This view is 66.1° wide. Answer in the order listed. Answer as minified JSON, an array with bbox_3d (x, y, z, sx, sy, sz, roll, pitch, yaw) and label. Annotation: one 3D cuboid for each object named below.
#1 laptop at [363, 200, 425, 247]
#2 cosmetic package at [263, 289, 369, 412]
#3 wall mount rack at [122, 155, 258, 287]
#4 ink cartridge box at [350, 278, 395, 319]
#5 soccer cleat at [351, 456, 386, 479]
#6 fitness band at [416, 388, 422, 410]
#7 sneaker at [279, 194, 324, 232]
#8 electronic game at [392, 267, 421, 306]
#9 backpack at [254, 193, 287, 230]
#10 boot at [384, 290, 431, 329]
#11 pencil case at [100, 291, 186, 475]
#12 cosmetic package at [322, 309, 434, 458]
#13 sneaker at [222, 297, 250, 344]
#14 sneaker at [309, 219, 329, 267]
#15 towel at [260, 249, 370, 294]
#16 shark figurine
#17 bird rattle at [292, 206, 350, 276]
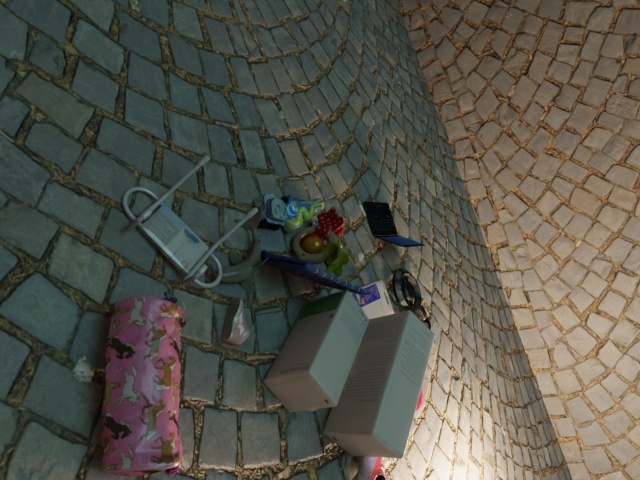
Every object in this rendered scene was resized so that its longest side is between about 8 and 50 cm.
[{"bbox_3d":[0.346,-0.077,2.300,0.234,0.136,0.265,-2,73,-54],"label":"laptop"},{"bbox_3d":[-0.001,0.344,1.558,0.155,0.196,0.366,56,35,-18],"label":"cosmetic package"},{"bbox_3d":[-0.346,-0.054,1.349,0.350,0.130,0.304,49,42,-16],"label":"wall mount rack"},{"bbox_3d":[0.175,0.265,1.949,0.332,0.065,0.166,-11,81,-53],"label":"ink cartridge box"},{"bbox_3d":[0.175,0.745,1.636,0.109,0.116,0.318,47,40,-27],"label":"soccer cleat"},{"bbox_3d":[0.345,0.559,2.028,0.209,0.054,0.291,23,55,-48],"label":"fitness band"},{"bbox_3d":[-0.075,-0.130,1.810,0.126,0.091,0.240,58,37,-12],"label":"sneaker"},{"bbox_3d":[0.401,0.239,2.276,0.229,0.048,0.229,31,49,-42],"label":"electronic game"},{"bbox_3d":[-0.166,-0.103,1.679,0.105,0.084,0.115,11,61,-53],"label":"backpack"},{"bbox_3d":[0.365,0.290,2.101,0.247,0.161,0.083,59,35,-12],"label":"boot"},{"bbox_3d":[-0.388,0.317,1.094,0.160,0.167,0.387,77,8,-67],"label":"pencil case"},{"bbox_3d":[0.207,0.477,1.662,0.161,0.230,0.453,44,50,-21],"label":"cosmetic package"},{"bbox_3d":[-0.236,0.240,1.428,0.070,0.051,0.134,38,48,-38],"label":"sneaker"},{"bbox_3d":[0.033,0.009,1.885,0.211,0.081,0.080,59,37,-9],"label":"sneaker"},{"bbox_3d":[-0.018,0.109,1.634,0.336,0.243,0.040,27,77,-45],"label":"towel"},{"bbox_3d":[-0.205,0.041,1.526,0.166,0.116,0.278,46,42,-30],"label":"shark figurine"},{"bbox_3d":[0.000,0.000,1.753,0.143,0.206,0.254,86,-8,-57],"label":"bird rattle"}]
